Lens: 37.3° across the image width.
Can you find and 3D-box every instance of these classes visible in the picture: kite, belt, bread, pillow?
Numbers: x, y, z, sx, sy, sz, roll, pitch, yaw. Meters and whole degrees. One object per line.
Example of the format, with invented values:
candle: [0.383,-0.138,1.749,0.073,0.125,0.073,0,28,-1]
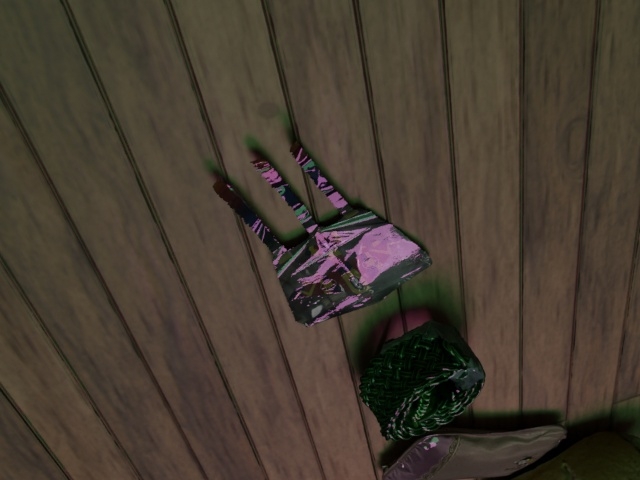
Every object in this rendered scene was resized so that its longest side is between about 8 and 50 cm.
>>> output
kite: [0.000,-0.001,0.815,0.141,0.015,0.245,-30,141,8]
belt: [0.099,0.135,0.960,0.121,0.079,0.151,-23,150,-13]
bread: [0.329,0.347,1.227,0.186,0.124,0.257,16,129,-41]
pillow: [0.186,0.261,1.148,0.232,0.038,0.131,6,136,-30]
